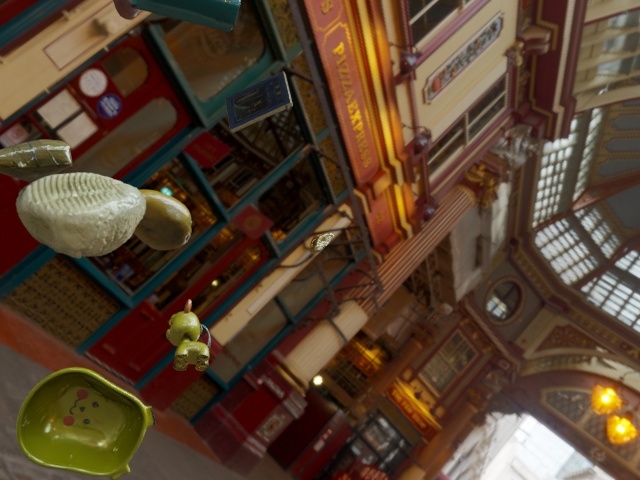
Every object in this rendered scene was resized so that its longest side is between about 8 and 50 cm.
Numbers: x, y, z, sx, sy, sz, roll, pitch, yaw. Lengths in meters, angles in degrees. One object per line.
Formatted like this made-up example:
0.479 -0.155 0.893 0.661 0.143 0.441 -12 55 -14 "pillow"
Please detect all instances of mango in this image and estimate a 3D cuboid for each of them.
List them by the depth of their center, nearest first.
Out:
-0.398 -0.050 1.340 0.195 0.137 0.098 30 18 -43 "mango"

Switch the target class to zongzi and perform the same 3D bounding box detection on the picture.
-0.864 -0.206 1.577 0.228 0.256 0.115 -14 -84 48 "zongzi"

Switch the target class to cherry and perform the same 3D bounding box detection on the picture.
-0.638 -0.790 1.841 0.086 0.106 0.126 10 11 -5 "cherry"

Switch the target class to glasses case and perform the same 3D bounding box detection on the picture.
-0.387 -0.696 1.618 0.070 0.301 0.117 44 -55 42 "glasses case"

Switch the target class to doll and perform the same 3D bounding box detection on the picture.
-0.408 0.289 1.721 0.221 0.135 0.143 -106 -158 -44 "doll"

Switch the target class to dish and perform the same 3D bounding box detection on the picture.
-0.504 0.384 1.211 0.262 0.221 0.108 27 0 -13 "dish"

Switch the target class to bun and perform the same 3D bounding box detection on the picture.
-0.443 -0.046 1.042 0.220 0.220 0.134 31 -57 43 "bun"

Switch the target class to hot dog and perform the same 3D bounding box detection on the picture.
0.000 0.000 1.378 0.030 0.090 0.034 -18 -74 40 "hot dog"

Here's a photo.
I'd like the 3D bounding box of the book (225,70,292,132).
-0.248 -0.550 2.198 0.025 0.269 0.191 51 22 -55 "book"
